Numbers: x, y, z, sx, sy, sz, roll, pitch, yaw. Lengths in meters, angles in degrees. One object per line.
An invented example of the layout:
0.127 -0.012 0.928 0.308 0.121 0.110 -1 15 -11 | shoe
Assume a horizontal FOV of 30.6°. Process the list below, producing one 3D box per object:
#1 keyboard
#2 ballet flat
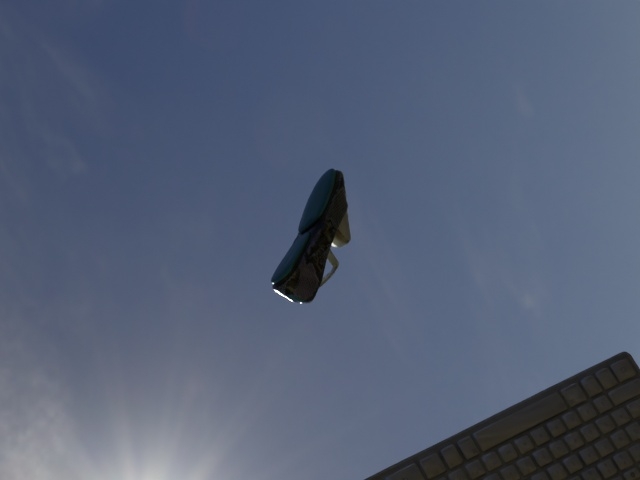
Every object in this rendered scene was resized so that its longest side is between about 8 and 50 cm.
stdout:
0.086 0.142 0.646 0.072 0.256 0.014 62 162 16 | keyboard
0.000 0.000 0.824 0.041 0.041 0.114 63 -142 -39 | ballet flat
